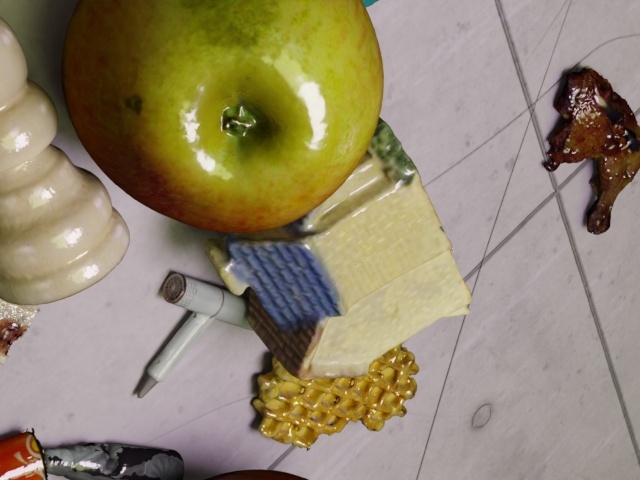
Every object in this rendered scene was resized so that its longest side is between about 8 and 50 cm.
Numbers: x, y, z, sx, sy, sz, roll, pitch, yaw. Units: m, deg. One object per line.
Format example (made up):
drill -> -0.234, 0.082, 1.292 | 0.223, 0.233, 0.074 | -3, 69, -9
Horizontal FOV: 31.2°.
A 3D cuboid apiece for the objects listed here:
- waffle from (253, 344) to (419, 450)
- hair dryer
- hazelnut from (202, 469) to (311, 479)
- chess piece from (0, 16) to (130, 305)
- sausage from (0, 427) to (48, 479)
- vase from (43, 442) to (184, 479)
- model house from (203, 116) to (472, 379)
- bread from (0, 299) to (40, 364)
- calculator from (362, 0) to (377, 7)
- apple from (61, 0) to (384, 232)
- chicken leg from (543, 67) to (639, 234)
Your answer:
waffle -> 0.023, 0.218, 1.666 | 0.253, 0.056, 0.249 | -30, 133, -8
hair dryer -> -0.173, 0.141, 1.500 | 0.154, 0.044, 0.183 | 23, 101, -44
hazelnut -> -0.091, 0.470, 1.481 | 0.402, 0.402, 0.429 | -61, 151, 2
chess piece -> -0.319, -0.098, 1.171 | 0.167, 0.167, 0.300 | -33, 124, -24
sausage -> -0.445, 0.294, 1.315 | 0.263, 0.083, 0.083 | -16, 122, -35
vase -> -0.271, 0.290, 1.472 | 0.211, 0.060, 0.060 | 17, 100, -45
model house -> 0.000, 0.000, 1.447 | 0.266, 0.261, 0.321 | -36, 132, -7
bread -> -0.367, 0.094, 1.304 | 0.083, 0.035, 0.070 | -52, 134, -3
calculator -> 0.018, -0.384, 1.370 | 0.274, 0.058, 0.248 | -35, 130, -22
apple -> -0.094, -0.167, 1.192 | 0.339, 0.339, 0.340 | -20, 124, -33
chicken leg -> 0.452, -0.146, 1.866 | 0.177, 0.083, 0.322 | -45, 133, -1
